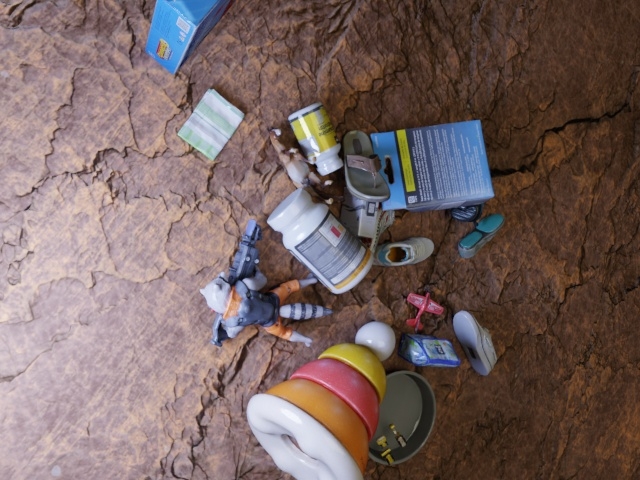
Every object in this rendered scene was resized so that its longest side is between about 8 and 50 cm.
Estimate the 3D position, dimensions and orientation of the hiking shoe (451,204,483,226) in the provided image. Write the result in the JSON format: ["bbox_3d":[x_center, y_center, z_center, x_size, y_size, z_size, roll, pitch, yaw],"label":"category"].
[{"bbox_3d":[0.480,-0.203,1.545,0.132,0.113,0.303,13,79,-56],"label":"hiking shoe"}]

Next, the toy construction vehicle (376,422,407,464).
[{"bbox_3d":[0.211,0.613,1.412,0.086,0.035,0.098,-35,104,-9],"label":"toy construction vehicle"}]

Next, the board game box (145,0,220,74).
[{"bbox_3d":[-0.250,-0.550,1.037,0.086,0.308,0.301,38,75,-21],"label":"board game box"}]

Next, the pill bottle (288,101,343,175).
[{"bbox_3d":[-0.007,-0.277,1.282,0.103,0.103,0.184,-32,106,-22],"label":"pill bottle"}]

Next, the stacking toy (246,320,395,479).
[{"bbox_3d":[0.067,0.408,1.286,0.480,0.351,0.350,-44,111,-37],"label":"stacking toy"}]

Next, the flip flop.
[{"bbox_3d":[0.122,-0.216,1.286,0.113,0.080,0.276,-2,56,-10],"label":"flip flop"}]

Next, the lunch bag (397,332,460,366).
[{"bbox_3d":[0.338,0.349,1.449,0.129,0.151,0.096,9,98,-26],"label":"lunch bag"}]

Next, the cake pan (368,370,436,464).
[{"bbox_3d":[0.232,0.547,1.464,0.294,0.054,0.292,-1,93,-27],"label":"cake pan"}]

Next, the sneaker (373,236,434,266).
[{"bbox_3d":[0.266,0.040,1.438,0.229,0.092,0.087,-11,96,-27],"label":"sneaker"}]

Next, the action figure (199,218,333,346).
[{"bbox_3d":[-0.140,0.125,1.199,0.331,0.179,0.340,10,91,-36],"label":"action figure"}]

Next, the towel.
[{"bbox_3d":[-0.277,-0.297,1.193,0.113,0.023,0.151,36,77,-22],"label":"towel"}]

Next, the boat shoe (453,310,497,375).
[{"bbox_3d":[0.536,0.335,1.584,0.088,0.096,0.267,-36,108,-25],"label":"boat shoe"}]

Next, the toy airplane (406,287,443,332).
[{"bbox_3d":[0.329,0.228,1.512,0.151,0.028,0.151,-1,92,-24],"label":"toy airplane"}]

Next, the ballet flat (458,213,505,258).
[{"bbox_3d":[0.549,-0.013,1.600,0.213,0.072,0.068,-36,134,-20],"label":"ballet flat"}]

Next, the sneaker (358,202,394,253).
[{"bbox_3d":[0.178,-0.052,1.393,0.093,0.088,0.225,23,82,-27],"label":"sneaker"}]

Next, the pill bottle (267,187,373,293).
[{"bbox_3d":[0.000,0.000,1.261,0.278,0.162,0.162,46,73,-16],"label":"pill bottle"}]

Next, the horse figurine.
[{"bbox_3d":[-0.042,-0.185,1.254,0.066,0.175,0.263,-47,123,-12],"label":"horse figurine"}]

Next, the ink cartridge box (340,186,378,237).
[{"bbox_3d":[0.113,-0.100,1.347,0.060,0.104,0.179,9,88,-32],"label":"ink cartridge box"}]

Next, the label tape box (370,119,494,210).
[{"bbox_3d":[0.325,-0.215,1.408,0.334,0.106,0.240,-7,83,-2],"label":"label tape box"}]
